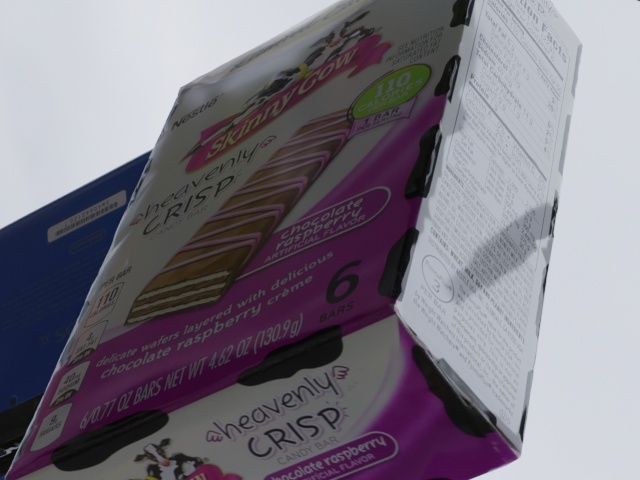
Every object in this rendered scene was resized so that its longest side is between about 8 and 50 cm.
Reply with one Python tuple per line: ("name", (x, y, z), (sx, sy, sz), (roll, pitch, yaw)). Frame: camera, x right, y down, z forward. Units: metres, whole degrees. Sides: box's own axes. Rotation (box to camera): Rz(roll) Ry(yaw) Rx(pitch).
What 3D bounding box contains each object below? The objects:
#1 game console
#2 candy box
("game console", (-0.099, 0.093, 1.264), (0.293, 0.173, 0.250), (-25, -125, 27))
("candy box", (0.000, 0.000, 0.649), (0.159, 0.071, 0.233), (-26, -153, 29))
